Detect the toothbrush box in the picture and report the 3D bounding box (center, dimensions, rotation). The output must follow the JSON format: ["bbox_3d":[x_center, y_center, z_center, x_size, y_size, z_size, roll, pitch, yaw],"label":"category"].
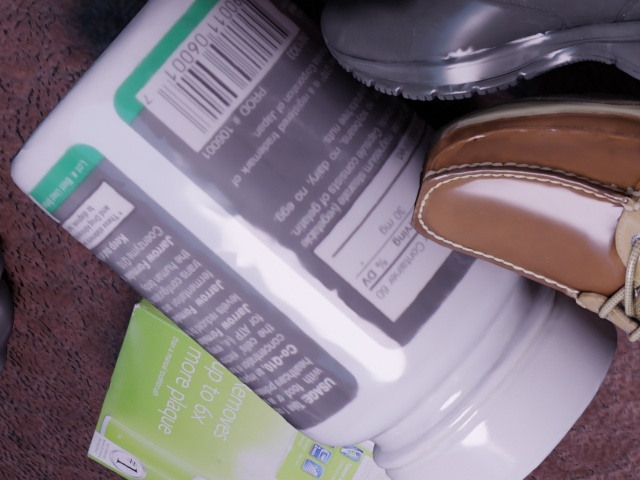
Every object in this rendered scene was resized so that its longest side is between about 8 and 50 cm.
[{"bbox_3d":[-0.010,0.138,1.370,0.283,0.122,0.206,29,139,4],"label":"toothbrush box"}]

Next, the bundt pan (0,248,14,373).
[{"bbox_3d":[-0.388,0.026,1.511,0.331,0.124,0.331,19,137,18],"label":"bundt pan"}]

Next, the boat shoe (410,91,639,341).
[{"bbox_3d":[0.213,0.007,1.035,0.324,0.120,0.122,10,141,0],"label":"boat shoe"}]

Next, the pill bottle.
[{"bbox_3d":[0.000,0.000,1.168,0.361,0.204,0.204,42,139,-8],"label":"pill bottle"}]

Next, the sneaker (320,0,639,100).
[{"bbox_3d":[0.127,-0.155,1.032,0.286,0.109,0.130,-4,117,27],"label":"sneaker"}]
